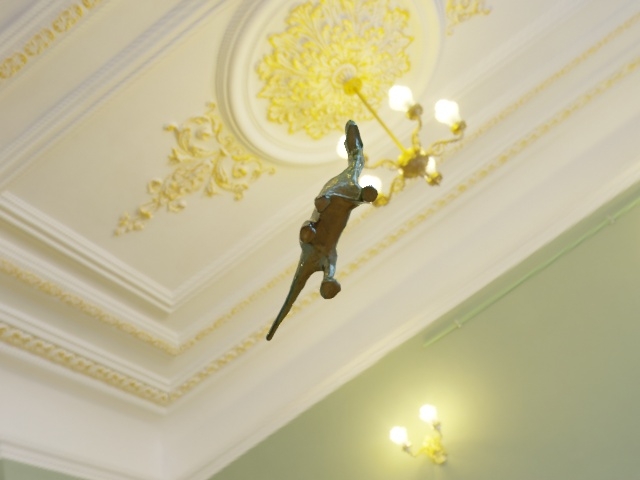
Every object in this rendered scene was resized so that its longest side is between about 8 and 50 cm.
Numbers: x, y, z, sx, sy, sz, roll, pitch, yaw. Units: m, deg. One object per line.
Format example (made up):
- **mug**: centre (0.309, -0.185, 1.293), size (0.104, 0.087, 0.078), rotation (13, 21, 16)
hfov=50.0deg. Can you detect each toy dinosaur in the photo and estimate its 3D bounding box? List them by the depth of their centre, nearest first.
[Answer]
- **toy dinosaur**: centre (0.000, -0.001, 0.352), size (0.029, 0.060, 0.119), rotation (18, -70, -6)
